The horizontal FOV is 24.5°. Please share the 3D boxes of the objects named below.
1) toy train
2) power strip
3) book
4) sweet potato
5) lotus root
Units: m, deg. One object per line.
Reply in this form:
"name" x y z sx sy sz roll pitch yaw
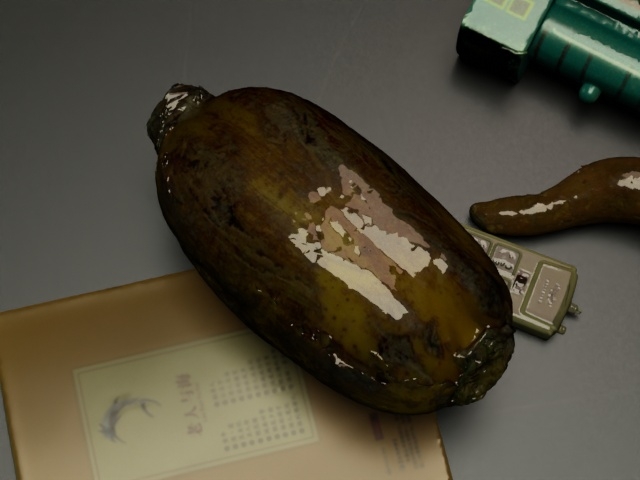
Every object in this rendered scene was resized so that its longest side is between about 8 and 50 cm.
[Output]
"toy train" 0.294 -0.212 1.454 0.298 0.120 0.194 27 80 9
"power strip" 0.171 0.036 1.406 0.169 0.028 0.076 21 71 7
"book" -0.096 0.149 1.363 0.389 0.032 0.268 -12 69 -5
"sweet potato" 0.319 -0.024 1.403 0.346 0.079 0.108 13 83 8
"lotus root" 0.000 0.000 1.310 0.397 0.179 0.196 41 55 19
